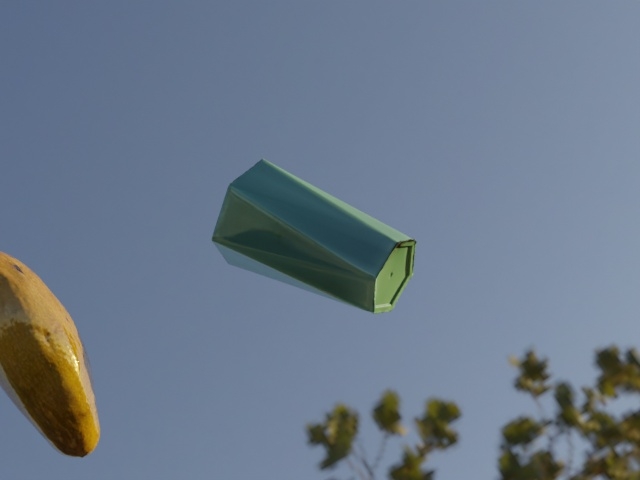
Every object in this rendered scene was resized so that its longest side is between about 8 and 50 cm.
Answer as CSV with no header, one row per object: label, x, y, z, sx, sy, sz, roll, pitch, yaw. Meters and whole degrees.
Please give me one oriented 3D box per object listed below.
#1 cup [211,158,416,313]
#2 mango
cup,0.000,0.000,1.980,0.134,0.236,0.148,-11,-61,-62
mango,-0.318,0.119,1.721,0.109,0.262,0.157,-37,-7,-11
